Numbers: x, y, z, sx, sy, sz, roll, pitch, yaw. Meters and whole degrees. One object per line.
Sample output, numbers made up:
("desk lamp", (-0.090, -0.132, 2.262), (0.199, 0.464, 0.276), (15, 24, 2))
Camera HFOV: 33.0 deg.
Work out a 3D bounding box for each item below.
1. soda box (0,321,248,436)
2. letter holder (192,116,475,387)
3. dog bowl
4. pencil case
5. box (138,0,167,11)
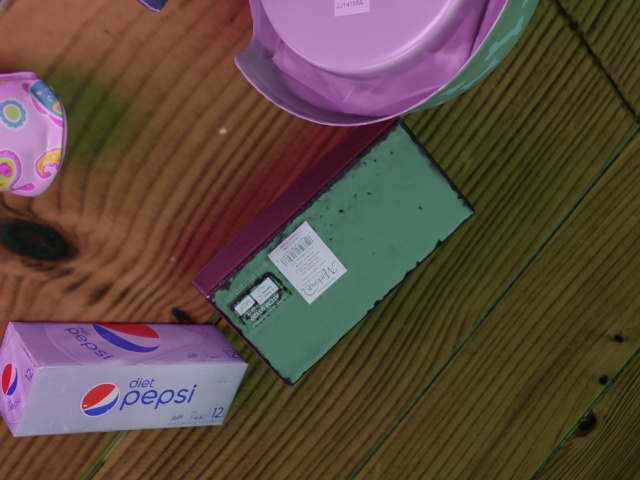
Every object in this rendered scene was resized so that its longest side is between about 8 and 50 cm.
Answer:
("soda box", (-0.231, 0.158, 1.264), (0.286, 0.091, 0.098), (4, 118, -42))
("letter holder", (0.000, 0.000, 1.322), (0.302, 0.214, 0.152), (-43, 106, -6))
("dog bowl", (0.057, -0.277, 1.017), (0.102, 0.349, 0.348), (1, 119, -54))
("pencil case", (-0.368, -0.102, 0.937), (0.284, 0.124, 0.124), (2, 118, -40))
("box", (-0.185, -0.410, 0.819), (0.313, 0.179, 0.343), (26, 101, -46))
